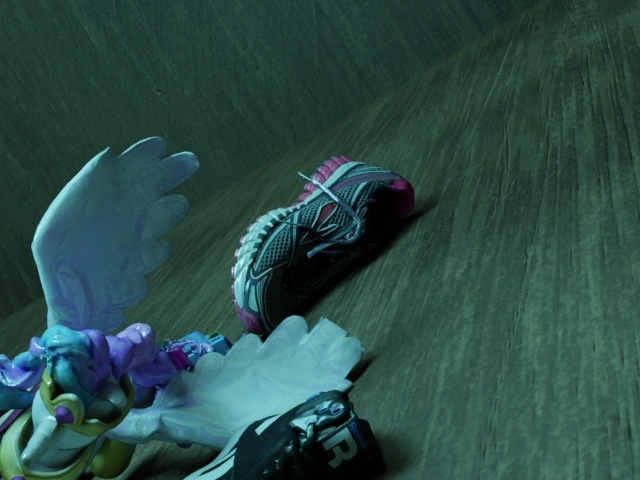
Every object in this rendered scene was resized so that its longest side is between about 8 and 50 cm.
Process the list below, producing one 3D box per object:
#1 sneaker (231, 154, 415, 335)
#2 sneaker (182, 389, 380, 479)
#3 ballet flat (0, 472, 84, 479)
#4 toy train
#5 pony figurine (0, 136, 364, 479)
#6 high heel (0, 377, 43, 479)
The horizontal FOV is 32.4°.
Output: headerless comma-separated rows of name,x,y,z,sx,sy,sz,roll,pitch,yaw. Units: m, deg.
sneaker,0.000,0.000,1.331,0.112,0.120,0.299,15,49,33
sneaker,-0.025,0.164,0.759,0.121,0.079,0.217,-30,10,21
ballet flat,-0.323,0.266,1.157,0.173,0.057,0.049,-30,-20,-39
toy train,-0.144,0.144,1.201,0.105,0.080,0.184,-26,7,-12
pony figurine,-0.178,0.131,0.951,0.351,0.303,0.363,-47,-2,-45
high heel,-0.323,0.248,1.318,0.377,0.181,0.127,-16,-19,-49
